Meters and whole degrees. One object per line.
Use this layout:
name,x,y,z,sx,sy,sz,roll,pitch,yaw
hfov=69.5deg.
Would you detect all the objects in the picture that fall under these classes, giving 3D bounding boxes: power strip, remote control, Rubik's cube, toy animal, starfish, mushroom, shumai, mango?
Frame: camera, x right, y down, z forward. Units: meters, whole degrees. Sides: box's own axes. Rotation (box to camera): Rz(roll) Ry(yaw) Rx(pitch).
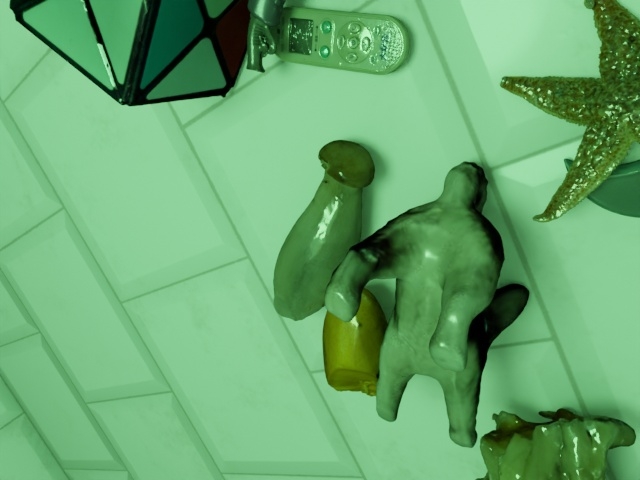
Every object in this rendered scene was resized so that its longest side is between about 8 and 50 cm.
power strip,0.416,-0.105,0.537,0.216,0.044,0.137,-38,90,37
remote control,0.024,-0.293,0.674,0.221,0.042,0.078,17,121,23
Rubik's cube,-0.250,-0.370,0.666,0.246,0.248,0.250,39,125,10
toy animal,0.183,0.083,0.663,0.194,0.303,0.344,14,143,29
starfish,0.327,-0.160,0.538,0.231,0.048,0.295,52,127,25
mushroom,0.000,0.000,0.777,0.128,0.128,0.350,28,120,16
shumai,0.343,0.376,0.657,0.267,0.314,0.263,18,117,36
mango,0.063,0.176,0.795,0.126,0.154,0.252,-1,130,11

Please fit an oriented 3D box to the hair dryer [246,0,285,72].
hair dryer,0.008,-0.362,0.598,0.301,0.121,0.361,41,123,0
